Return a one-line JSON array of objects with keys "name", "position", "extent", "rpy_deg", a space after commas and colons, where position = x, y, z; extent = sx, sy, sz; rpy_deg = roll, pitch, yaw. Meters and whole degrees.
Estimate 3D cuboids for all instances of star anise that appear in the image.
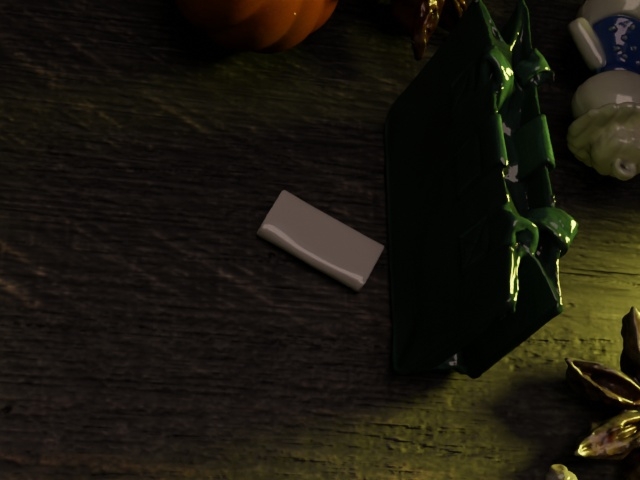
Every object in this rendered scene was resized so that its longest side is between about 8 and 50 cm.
[{"name": "star anise", "position": [0.348, 0.159, 1.055], "extent": [0.230, 0.081, 0.262], "rpy_deg": [25, 73, -2]}, {"name": "star anise", "position": [0.106, -0.344, 1.173], "extent": [0.288, 0.088, 0.288], "rpy_deg": [26, 58, -49]}]

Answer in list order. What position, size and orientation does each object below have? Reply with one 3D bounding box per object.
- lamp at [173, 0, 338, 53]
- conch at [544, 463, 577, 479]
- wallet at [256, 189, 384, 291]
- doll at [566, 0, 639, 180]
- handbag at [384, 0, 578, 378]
[{"name": "lamp", "position": [-0.071, -0.307, 1.098], "extent": [0.223, 0.197, 0.223], "rpy_deg": [4, 84, -47]}, {"name": "conch", "position": [0.237, 0.334, 0.906], "extent": [0.183, 0.148, 0.274], "rpy_deg": [-15, 73, -25]}, {"name": "wallet", "position": [0.000, 0.000, 1.070], "extent": [0.122, 0.025, 0.061], "rpy_deg": [29, 64, 1]}, {"name": "doll", "position": [0.344, -0.190, 1.205], "extent": [0.138, 0.119, 0.293], "rpy_deg": [21, 56, -23]}, {"name": "handbag", "position": [0.145, -0.043, 1.011], "extent": [0.089, 0.238, 0.326], "rpy_deg": [9, 64, -17]}]
